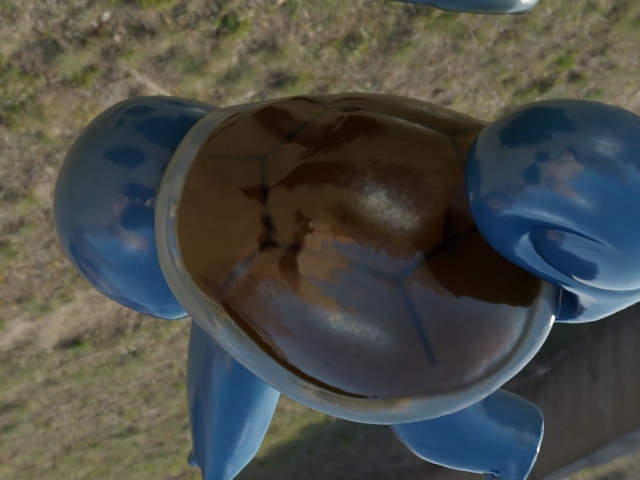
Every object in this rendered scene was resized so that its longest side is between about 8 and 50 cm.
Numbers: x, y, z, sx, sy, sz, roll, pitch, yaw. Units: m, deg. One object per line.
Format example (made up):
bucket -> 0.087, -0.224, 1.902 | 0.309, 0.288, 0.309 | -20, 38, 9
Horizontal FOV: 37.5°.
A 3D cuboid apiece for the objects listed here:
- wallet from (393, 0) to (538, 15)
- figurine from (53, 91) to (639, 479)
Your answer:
wallet -> -0.019, -0.268, 0.346 | 0.252, 0.360, 0.083 | 9, -151, 12
figurine -> 0.029, 0.017, 0.560 | 0.416, 0.298, 0.243 | 4, 158, 40
